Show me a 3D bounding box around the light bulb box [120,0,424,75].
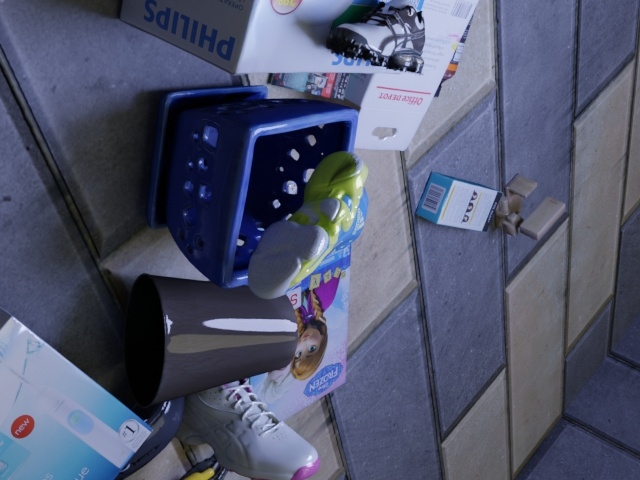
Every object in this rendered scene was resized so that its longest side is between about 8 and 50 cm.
[{"bbox_3d":[-0.024,-0.414,1.188,0.358,0.225,0.360,-13,127,-50],"label":"light bulb box"}]

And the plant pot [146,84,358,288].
[{"bbox_3d":[-0.111,-0.096,1.319,0.236,0.212,0.235,-16,125,-48],"label":"plant pot"}]

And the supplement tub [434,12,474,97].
[{"bbox_3d":[0.206,-0.360,1.668,0.106,0.106,0.197,-5,116,-53],"label":"supplement tub"}]

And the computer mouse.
[{"bbox_3d":[-0.280,0.345,1.446,0.262,0.060,0.184,-46,146,-20],"label":"computer mouse"}]

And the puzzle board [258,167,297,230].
[{"bbox_3d":[-0.079,-0.077,1.557,0.128,0.011,0.096,-53,145,-15],"label":"puzzle board"}]

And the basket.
[{"bbox_3d":[-0.162,0.141,1.405,0.227,0.154,0.204,-3,113,-32],"label":"basket"}]

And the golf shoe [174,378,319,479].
[{"bbox_3d":[-0.132,0.280,1.470,0.115,0.306,0.140,-20,121,-52],"label":"golf shoe"}]

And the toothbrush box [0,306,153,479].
[{"bbox_3d":[-0.396,0.237,1.195,0.216,0.126,0.295,-51,132,-17],"label":"toothbrush box"}]

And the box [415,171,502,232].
[{"bbox_3d":[0.306,-0.082,2.033,0.244,0.060,0.100,7,107,-55],"label":"box"}]

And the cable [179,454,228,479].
[{"bbox_3d":[-0.175,0.423,1.710,0.287,0.072,0.139,-40,136,-31],"label":"cable"}]

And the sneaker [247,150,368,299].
[{"bbox_3d":[0.000,0.000,1.261,0.240,0.091,0.126,-53,146,-17],"label":"sneaker"}]

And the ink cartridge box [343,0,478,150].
[{"bbox_3d":[0.123,-0.329,1.537,0.207,0.119,0.353,-5,125,-52],"label":"ink cartridge box"}]

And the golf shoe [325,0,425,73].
[{"bbox_3d":[0.073,-0.268,1.177,0.198,0.077,0.093,-7,113,-61],"label":"golf shoe"}]

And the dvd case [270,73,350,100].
[{"bbox_3d":[-0.011,-0.272,1.451,0.120,0.013,0.087,9,108,-17],"label":"dvd case"}]

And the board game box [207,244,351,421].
[{"bbox_3d":[-0.072,0.175,1.667,0.319,0.066,0.317,-25,126,-43],"label":"board game box"}]

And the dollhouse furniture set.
[{"bbox_3d":[0.500,-0.048,2.239,0.144,0.151,0.123,-43,142,-24],"label":"dollhouse furniture set"}]
